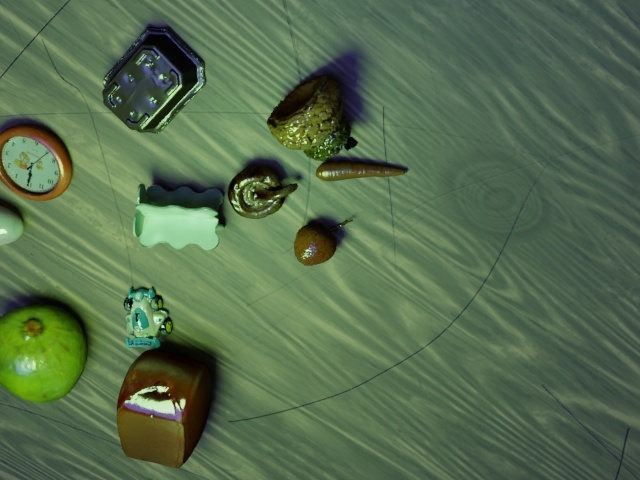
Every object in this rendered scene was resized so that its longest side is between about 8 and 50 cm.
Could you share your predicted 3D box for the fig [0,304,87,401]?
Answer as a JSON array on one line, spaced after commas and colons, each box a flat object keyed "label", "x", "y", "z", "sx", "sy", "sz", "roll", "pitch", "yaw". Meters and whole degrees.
[{"label": "fig", "x": -0.797, "y": 0.336, "z": 1.743, "sx": 0.258, "sy": 0.258, "sz": 0.326, "roll": 9, "pitch": 136, "yaw": 5}]

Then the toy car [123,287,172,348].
[{"label": "toy car", "x": -0.496, "y": 0.221, "z": 1.704, "sx": 0.126, "sy": 0.098, "sz": 0.161, "roll": -1, "pitch": 119, "yaw": 8}]

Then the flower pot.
[{"label": "flower pot", "x": -0.397, "y": -0.355, "z": 1.397, "sx": 0.251, "sy": 0.084, "sz": 0.179, "roll": -38, "pitch": 105, "yaw": 25}]

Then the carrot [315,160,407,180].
[{"label": "carrot", "x": 0.097, "y": -0.164, "z": 1.437, "sx": 0.217, "sy": 0.048, "sz": 0.048, "roll": 0, "pitch": 117, "yaw": 4}]

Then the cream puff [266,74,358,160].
[{"label": "cream puff", "x": -0.001, "y": -0.251, "z": 1.345, "sx": 0.183, "sy": 0.183, "sz": 0.169, "roll": -30, "pitch": 121, "yaw": 22}]

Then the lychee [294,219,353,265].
[{"label": "lychee", "x": -0.002, "y": 0.006, "z": 1.514, "sx": 0.114, "sy": 0.140, "sz": 0.101, "roll": 23, "pitch": 133, "yaw": 42}]

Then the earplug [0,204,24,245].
[{"label": "earplug", "x": -0.943, "y": -0.049, "z": 1.616, "sx": 0.302, "sy": 0.172, "sz": 0.172, "roll": 5, "pitch": 118, "yaw": 1}]

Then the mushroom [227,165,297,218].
[{"label": "mushroom", "x": -0.139, "y": -0.120, "z": 1.478, "sx": 0.171, "sy": 0.080, "sz": 0.135, "roll": -5, "pitch": 128, "yaw": 12}]

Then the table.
[{"label": "table", "x": -0.344, "y": -0.058, "z": 1.509, "sx": 0.199, "sy": 0.166, "sz": 0.166, "roll": 3, "pitch": 118, "yaw": 0}]

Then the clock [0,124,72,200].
[{"label": "clock", "x": -0.736, "y": -0.196, "z": 1.555, "sx": 0.206, "sy": 0.051, "sz": 0.205, "roll": 4, "pitch": 118, "yaw": 7}]

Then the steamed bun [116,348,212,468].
[{"label": "steamed bun", "x": -0.431, "y": 0.455, "z": 1.724, "sx": 0.235, "sy": 0.248, "sz": 0.379, "roll": 13, "pitch": 135, "yaw": 0}]
